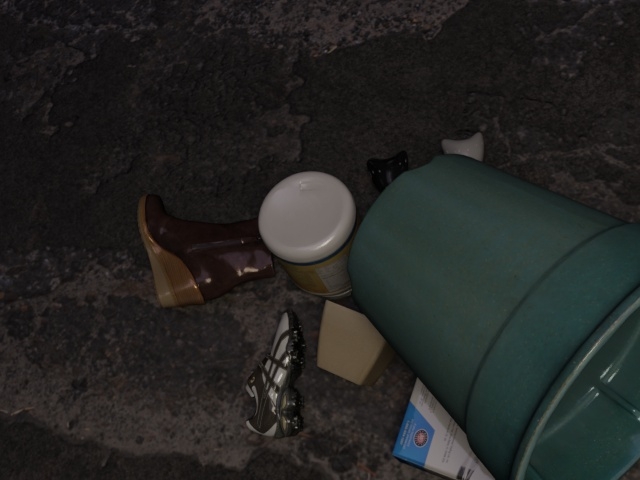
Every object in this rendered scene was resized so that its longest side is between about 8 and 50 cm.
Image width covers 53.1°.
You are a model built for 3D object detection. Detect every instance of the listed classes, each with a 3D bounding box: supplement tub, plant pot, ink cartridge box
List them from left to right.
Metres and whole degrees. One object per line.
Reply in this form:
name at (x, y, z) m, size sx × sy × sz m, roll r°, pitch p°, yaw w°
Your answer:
supplement tub at (0.000, 0.000, 0.987) m, size 0.144 × 0.200 × 0.144 m, roll -6°, pitch 64°, yaw 13°
plant pot at (0.054, 0.158, 0.954) m, size 0.109 × 0.109 × 0.096 m, roll 20°, pitch 85°, yaw 23°
ink cartridge box at (0.219, 0.259, 0.861) m, size 0.203 × 0.086 × 0.148 m, roll 15°, pitch 68°, yaw 21°
plant pot at (0.225, 0.075, 0.746) m, size 0.341 × 0.341 × 0.334 m, roll -41°, pitch 46°, yaw -7°

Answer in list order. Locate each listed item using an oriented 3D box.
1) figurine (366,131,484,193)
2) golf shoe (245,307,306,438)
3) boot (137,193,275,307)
figurine at (0.189, -0.076, 1.042) m, size 0.214 × 0.092 × 0.210 m, roll -14°, pitch 57°, yaw 8°
golf shoe at (-0.072, 0.199, 0.980) m, size 0.093 × 0.077 × 0.198 m, roll -4°, pitch 62°, yaw 14°
boot at (-0.203, -0.004, 1.131) m, size 0.206 × 0.090 × 0.248 m, roll -18°, pitch 59°, yaw -7°
